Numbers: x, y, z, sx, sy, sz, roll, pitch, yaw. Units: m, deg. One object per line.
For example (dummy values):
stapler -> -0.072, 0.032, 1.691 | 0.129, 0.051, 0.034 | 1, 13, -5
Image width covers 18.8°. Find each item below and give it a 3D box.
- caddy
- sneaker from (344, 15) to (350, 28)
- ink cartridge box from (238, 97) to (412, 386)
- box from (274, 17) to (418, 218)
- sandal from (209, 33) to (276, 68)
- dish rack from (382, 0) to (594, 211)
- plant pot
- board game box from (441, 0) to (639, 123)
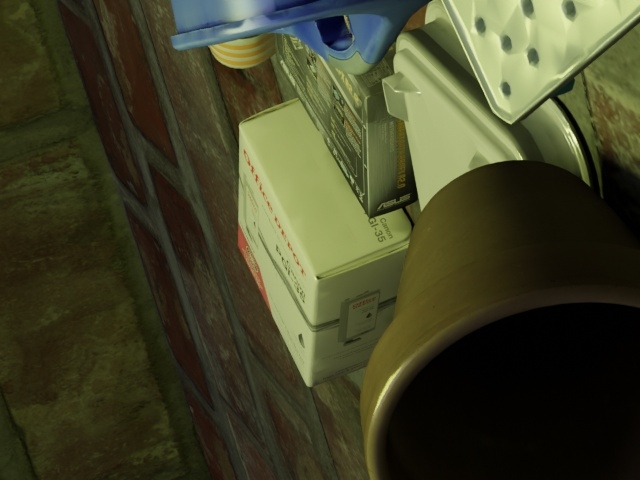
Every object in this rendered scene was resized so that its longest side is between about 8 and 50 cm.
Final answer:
caddy -> 0.009, -0.209, 1.423 | 0.341, 0.241, 0.179 | -165, 61, -75
sneaker -> 0.024, -0.246, 1.741 | 0.067, 0.042, 0.118 | -143, 41, -60
ink cartridge box -> 0.000, 0.000, 2.070 | 0.283, 0.117, 0.207 | 94, 152, -63
box -> 0.021, -0.164, 1.855 | 0.183, 0.056, 0.231 | 87, 158, -53
sandal -> -0.073, -0.224, 2.086 | 0.265, 0.102, 0.076 | 106, 141, -83
dish rack -> 0.140, -0.006, 1.593 | 0.285, 0.072, 0.333 | -129, 20, -52
plant pot -> 0.152, 0.066, 1.347 | 0.229, 0.263, 0.263 | -96, -4, -53
board game box -> 0.119, -0.308, 1.041 | 0.390, 0.050, 0.390 | 67, 155, 10
